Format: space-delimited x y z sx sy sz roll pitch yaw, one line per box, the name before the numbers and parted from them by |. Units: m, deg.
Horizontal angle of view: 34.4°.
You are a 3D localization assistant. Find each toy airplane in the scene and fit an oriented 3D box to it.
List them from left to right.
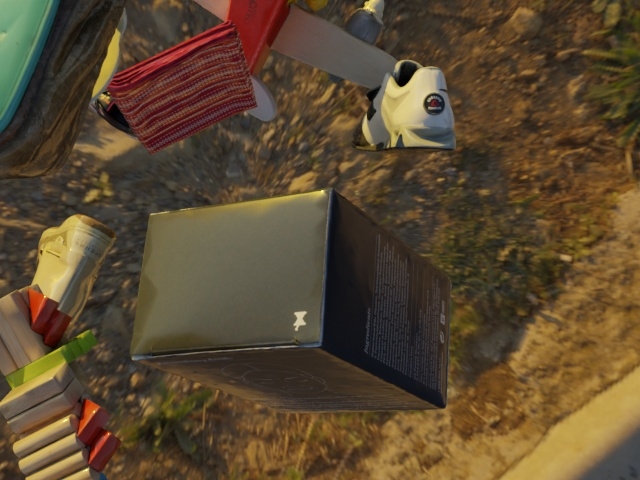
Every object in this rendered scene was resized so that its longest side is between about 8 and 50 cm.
toy airplane | -0.083 -0.406 1.783 0.385 0.272 0.386 -12 116 34

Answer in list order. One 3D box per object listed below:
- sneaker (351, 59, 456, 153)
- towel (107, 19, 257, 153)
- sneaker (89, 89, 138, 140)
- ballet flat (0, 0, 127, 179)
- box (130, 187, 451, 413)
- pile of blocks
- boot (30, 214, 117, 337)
sneaker | 0.137 -0.210 1.657 0.123 0.330 0.146 0 92 -17
towel | -0.194 -0.215 1.521 0.199 0.275 0.031 -26 75 -4
sneaker | -0.348 -0.233 1.688 0.178 0.077 0.072 33 92 -4
ballet flat | -0.163 -0.196 0.725 0.116 0.124 0.342 14 80 18
box | -0.025 0.106 1.467 0.294 0.395 0.211 -6 68 28
pile of blocks | -0.284 0.201 1.204 0.113 0.149 0.362 -27 70 17
boot | -0.400 0.084 1.540 0.095 0.262 0.203 29 66 -21
